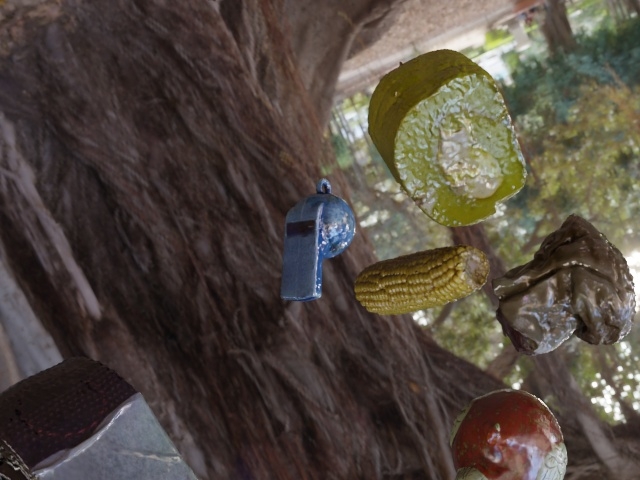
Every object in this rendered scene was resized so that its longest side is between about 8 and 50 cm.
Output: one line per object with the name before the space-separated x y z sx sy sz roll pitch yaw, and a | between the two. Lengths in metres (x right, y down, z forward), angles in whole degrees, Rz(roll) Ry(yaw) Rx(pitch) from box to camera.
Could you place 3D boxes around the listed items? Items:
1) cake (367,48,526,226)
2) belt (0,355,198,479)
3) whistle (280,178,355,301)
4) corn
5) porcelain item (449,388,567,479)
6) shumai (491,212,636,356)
cake | 0.183 -0.139 1.059 0.179 0.260 0.156 -29 -144 4
belt | -0.190 0.247 0.661 0.184 0.289 0.164 -39 173 41
whistle | 0.000 0.000 0.878 0.090 0.158 0.090 3 167 1
corn | 0.151 0.071 1.190 0.101 0.101 0.310 -28 -174 -29
porcelain item | 0.367 0.420 1.459 0.253 0.253 0.253 -24 -173 3
shumai | 0.338 0.057 1.057 0.185 0.184 0.218 4 -132 -3
